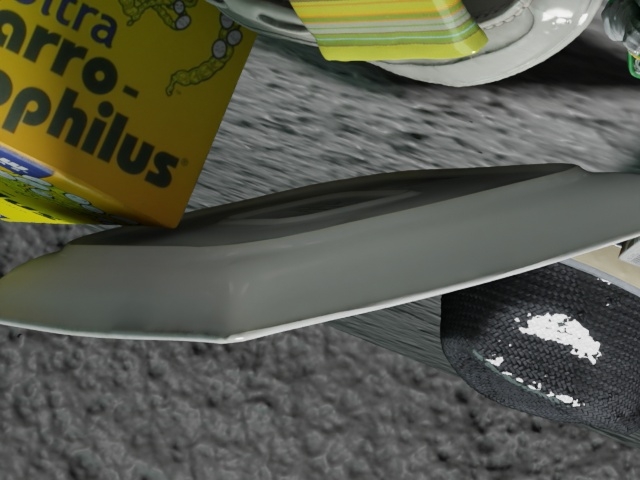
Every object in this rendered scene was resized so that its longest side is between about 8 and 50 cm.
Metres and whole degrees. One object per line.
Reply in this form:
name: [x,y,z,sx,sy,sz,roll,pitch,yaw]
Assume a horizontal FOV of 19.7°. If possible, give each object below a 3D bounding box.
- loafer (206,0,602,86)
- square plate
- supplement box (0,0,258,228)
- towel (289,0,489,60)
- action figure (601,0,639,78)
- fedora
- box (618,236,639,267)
loafer: [0.020,-0.143,0.927,0.111,0.112,0.319,17,175,-33]
square plate: [0.000,0.000,1.150,0.344,0.049,0.347,-14,-172,-32]
supplement box: [-0.208,-0.133,1.242,0.194,0.195,0.356,26,169,-25]
towel: [-0.012,-0.176,0.804,0.102,0.021,0.237,5,135,47]
action figure: [0.189,-0.111,0.896,0.137,0.063,0.232,14,175,-3]
fedora: [0.215,0.079,1.641,0.334,0.152,0.334,20,171,4]
box: [0.261,-0.028,1.196,0.067,0.063,0.324,20,171,2]
